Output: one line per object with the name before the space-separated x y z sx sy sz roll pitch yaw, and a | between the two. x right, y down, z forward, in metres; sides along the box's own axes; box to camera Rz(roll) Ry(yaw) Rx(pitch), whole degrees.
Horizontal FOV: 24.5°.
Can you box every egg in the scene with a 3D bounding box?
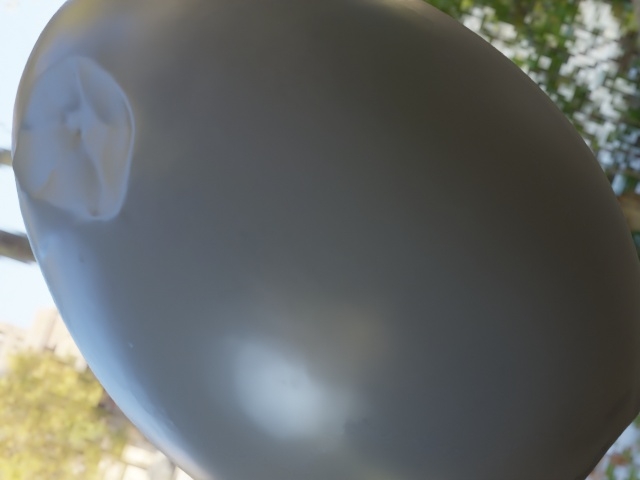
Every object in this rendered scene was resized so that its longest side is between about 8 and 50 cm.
egg | 0.000 0.000 0.498 0.176 0.232 0.176 -46 6 6
